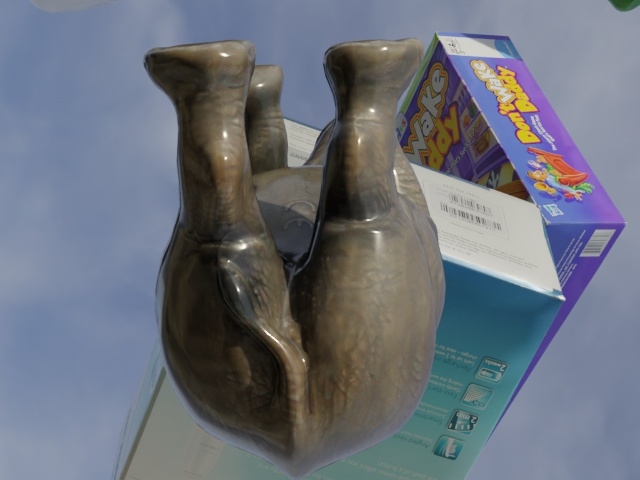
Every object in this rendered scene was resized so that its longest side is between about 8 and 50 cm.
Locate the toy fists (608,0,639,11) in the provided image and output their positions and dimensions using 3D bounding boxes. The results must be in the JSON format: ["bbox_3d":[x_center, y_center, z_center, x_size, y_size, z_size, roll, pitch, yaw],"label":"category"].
[{"bbox_3d":[0.205,-0.301,1.187,0.279,0.096,0.142,34,-59,-7],"label":"toy fists"}]

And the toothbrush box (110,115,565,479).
[{"bbox_3d":[-0.001,0.090,0.967,0.126,0.216,0.295,-89,-161,-61],"label":"toothbrush box"}]

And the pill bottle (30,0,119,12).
[{"bbox_3d":[-0.176,-0.334,0.853,0.210,0.210,0.363,-34,-97,52],"label":"pill bottle"}]

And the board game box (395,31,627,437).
[{"bbox_3d":[0.113,0.025,1.268,0.233,0.078,0.347,66,-35,39],"label":"board game box"}]

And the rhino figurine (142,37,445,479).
[{"bbox_3d":[0.000,0.000,0.425,0.243,0.073,0.106,-39,126,-84],"label":"rhino figurine"}]
